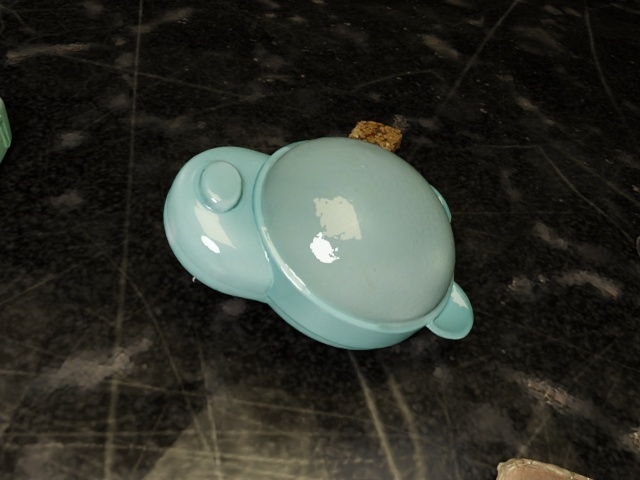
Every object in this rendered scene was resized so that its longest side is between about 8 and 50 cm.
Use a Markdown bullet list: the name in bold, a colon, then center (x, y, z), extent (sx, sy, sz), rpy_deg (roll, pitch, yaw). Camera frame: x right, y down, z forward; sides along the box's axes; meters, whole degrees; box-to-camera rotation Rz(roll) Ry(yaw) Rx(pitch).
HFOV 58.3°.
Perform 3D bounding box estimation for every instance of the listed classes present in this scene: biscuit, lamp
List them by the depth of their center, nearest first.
- **lamp**: center (0.004, -0.007, 0.527), extent (0.284, 0.147, 0.209), rpy_deg (3, 51, -7)
- **biscuit**: center (0.044, -0.087, 0.700), extent (0.064, 0.034, 0.199), rpy_deg (22, 44, 11)

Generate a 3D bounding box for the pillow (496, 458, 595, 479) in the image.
- **pillow**: center (0.173, 0.252, 0.381), extent (0.135, 0.034, 0.211), rpy_deg (17, 42, 7)

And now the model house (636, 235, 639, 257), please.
- **model house**: center (0.505, 0.040, 0.588), extent (0.207, 0.154, 0.294), rpy_deg (1, 45, -14)

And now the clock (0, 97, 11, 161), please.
- **clock**: center (-0.443, -0.103, 0.584), extent (0.211, 0.066, 0.159), rpy_deg (5, 44, -7)
